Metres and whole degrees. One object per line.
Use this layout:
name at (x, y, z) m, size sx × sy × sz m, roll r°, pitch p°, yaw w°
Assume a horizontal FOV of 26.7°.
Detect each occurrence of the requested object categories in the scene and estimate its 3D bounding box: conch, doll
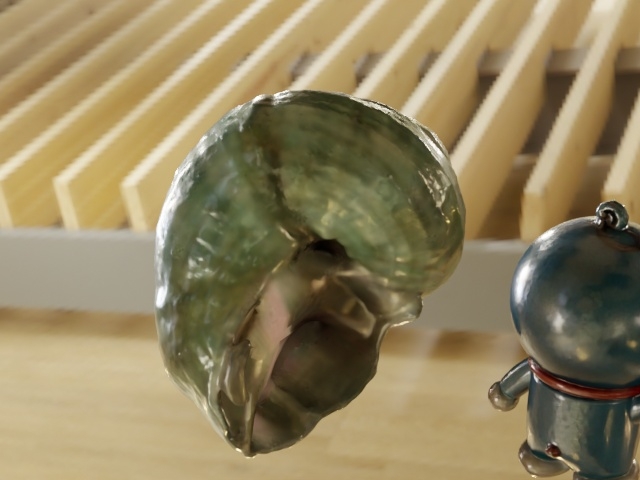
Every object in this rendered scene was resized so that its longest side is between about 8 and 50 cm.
conch at (0.000, 0.000, 0.915) m, size 0.195 × 0.220 × 0.277 m, roll -6°, pitch -149°, yaw 44°
doll at (0.135, 0.051, 0.665) m, size 0.114 × 0.152 × 0.085 m, roll 17°, pitch -153°, yaw 35°
